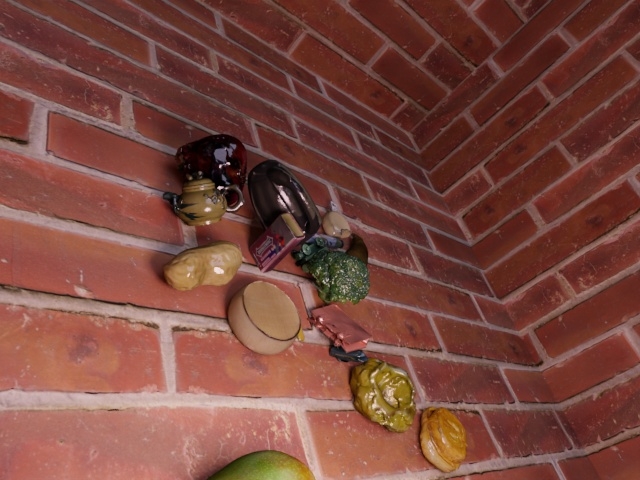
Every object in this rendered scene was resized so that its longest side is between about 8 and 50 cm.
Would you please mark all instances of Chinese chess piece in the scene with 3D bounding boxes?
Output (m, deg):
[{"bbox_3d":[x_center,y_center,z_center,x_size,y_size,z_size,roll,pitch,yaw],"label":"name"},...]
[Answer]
[{"bbox_3d":[-0.181,0.251,1.621,0.249,0.103,0.250,32,33,-24],"label":"Chinese chess piece"}]

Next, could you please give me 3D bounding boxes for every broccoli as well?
[{"bbox_3d":[0.068,0.148,1.937,0.261,0.242,0.269,-9,58,-46],"label":"broccoli"}]

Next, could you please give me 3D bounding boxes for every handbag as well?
[{"bbox_3d":[0.070,0.323,1.829,0.212,0.059,0.157,36,23,34],"label":"handbag"}]

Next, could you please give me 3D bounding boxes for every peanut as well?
[{"bbox_3d":[-0.354,0.081,1.557,0.148,0.147,0.318,54,27,10],"label":"peanut"}]

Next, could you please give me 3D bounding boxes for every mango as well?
[{"bbox_3d":[-0.166,0.609,1.131,0.381,0.201,0.226,6,71,-36],"label":"mango"}]

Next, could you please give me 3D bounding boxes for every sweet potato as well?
[{"bbox_3d":[0.161,0.072,2.266,0.130,0.130,0.423,44,23,-7],"label":"sweet potato"}]

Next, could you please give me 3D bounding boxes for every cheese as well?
[{"bbox_3d":[0.059,-0.106,2.385,0.163,0.070,0.249,15,44,-46],"label":"cheese"}]

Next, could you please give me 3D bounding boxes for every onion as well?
[{"bbox_3d":[-0.383,-0.257,1.844,0.280,0.221,0.281,4,82,-27],"label":"onion"}]

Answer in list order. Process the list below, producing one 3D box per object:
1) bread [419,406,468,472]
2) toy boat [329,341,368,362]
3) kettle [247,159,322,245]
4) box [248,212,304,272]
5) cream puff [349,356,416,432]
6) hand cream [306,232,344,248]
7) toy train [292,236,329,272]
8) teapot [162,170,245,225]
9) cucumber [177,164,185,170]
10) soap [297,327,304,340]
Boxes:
[{"bbox_3d":[0.460,0.746,1.863,0.198,0.120,0.236,43,30,-12],"label":"bread"},{"bbox_3d":[0.107,0.415,1.801,0.141,0.060,0.055,9,23,19],"label":"toy boat"},{"bbox_3d":[-0.134,-0.151,1.864,0.320,0.228,0.324,21,-33,51],"label":"kettle"},{"bbox_3d":[-0.163,0.010,1.803,0.069,0.224,0.120,-12,63,-51],"label":"box"},{"bbox_3d":[0.242,0.537,1.761,0.281,0.185,0.282,36,29,-24],"label":"cream puff"},{"bbox_3d":[0.000,0.000,2.215,0.255,0.055,0.088,11,41,-37],"label":"hand cream"},{"bbox_3d":[-0.032,0.067,2.055,0.132,0.083,0.200,59,35,1],"label":"toy train"},{"bbox_3d":[-0.398,-0.149,1.690,0.173,0.269,0.183,-151,-129,-76],"label":"teapot"},{"bbox_3d":[-0.492,-0.292,1.915,0.039,0.039,0.168,54,32,11],"label":"cucumber"},{"bbox_3d":[-0.076,0.320,1.766,0.034,0.012,0.089,20,40,-39],"label":"soap"}]
